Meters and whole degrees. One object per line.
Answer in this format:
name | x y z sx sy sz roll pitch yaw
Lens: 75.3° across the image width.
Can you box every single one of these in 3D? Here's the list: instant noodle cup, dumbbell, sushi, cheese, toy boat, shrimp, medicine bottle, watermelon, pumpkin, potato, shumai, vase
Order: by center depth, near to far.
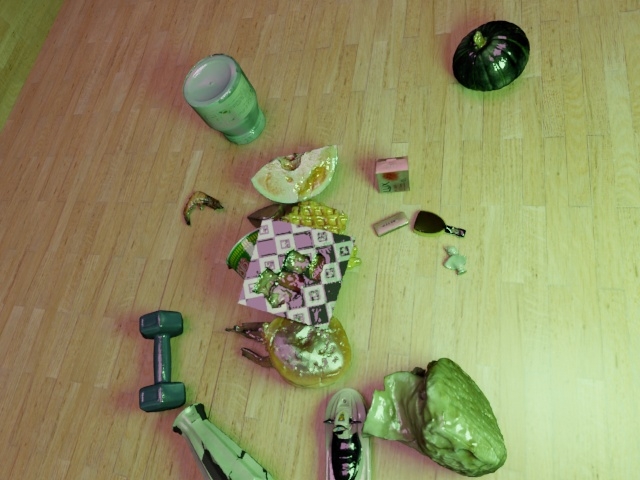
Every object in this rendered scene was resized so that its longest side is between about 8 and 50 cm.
shumai | 0.281 0.483 1.065 0.288 0.330 0.292 -39 23 20
toy boat | 0.069 0.559 1.147 0.140 0.141 0.270 -6 81 16
vase | -0.294 0.647 1.222 0.360 0.165 0.165 35 83 30
sushi | -0.071 0.094 1.263 0.293 0.059 0.292 15 76 5
cheese | 0.386 -0.044 1.337 0.162 0.036 0.086 17 72 23
shrimp | -0.195 0.341 1.364 0.254 0.059 0.145 -4 78 11
instant noodle cup | -0.168 0.106 1.384 0.207 0.207 0.233 -41 71 -1
dumbbell | -0.534 0.404 1.401 0.144 0.160 0.325 -2 64 -17
pumpkin | 0.576 -0.635 1.421 0.249 0.216 0.250 -24 54 37
watermelon | -0.077 -0.231 1.519 0.321 0.188 0.175 -10 99 9
potato | -0.182 -0.074 1.527 0.100 0.089 0.172 -46 28 -26
medicine bottle | -0.364 -0.543 1.648 0.244 0.290 0.245 -7 68 17
shrimp | -0.476 -0.117 1.651 0.195 0.035 0.148 24 75 32

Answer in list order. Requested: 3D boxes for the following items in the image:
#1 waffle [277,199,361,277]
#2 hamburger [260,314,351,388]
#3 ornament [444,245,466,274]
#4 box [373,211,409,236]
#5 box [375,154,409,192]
waffle | -0.006 -0.008 1.386 0.281 0.058 0.301 -26 70 -27
hamburger | -0.042 0.316 1.256 0.285 0.146 0.243 25 68 7
ornament | 0.418 0.061 1.282 0.068 0.041 0.092 -6 77 40
box | 0.238 -0.055 1.397 0.115 0.025 0.048 -24 62 8
box | 0.243 -0.218 1.390 0.111 0.156 0.060 -3 67 14
